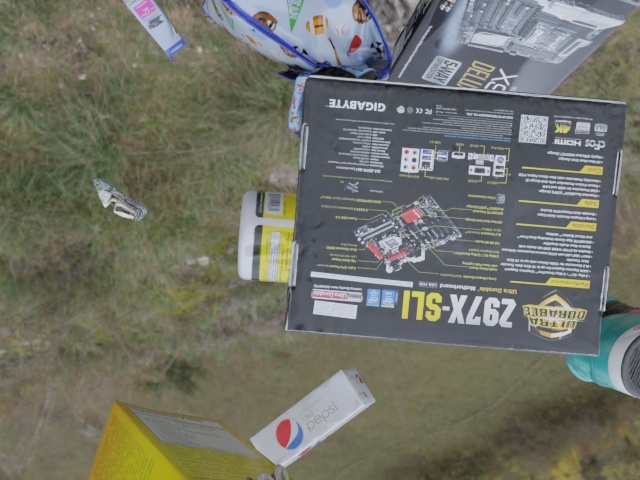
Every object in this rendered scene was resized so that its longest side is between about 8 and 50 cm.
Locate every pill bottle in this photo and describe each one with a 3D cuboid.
[{"bbox_3d":[0.000,0.000,1.509,0.334,0.188,0.188,5,144,-4],"label":"pill bottle"}]

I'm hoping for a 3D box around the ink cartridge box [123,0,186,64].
[{"bbox_3d":[-0.405,-0.541,1.650,0.065,0.186,0.311,-35,168,-1],"label":"ink cartridge box"}]

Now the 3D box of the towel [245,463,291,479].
[{"bbox_3d":[-0.055,0.342,0.617,0.049,0.187,0.282,3,127,-11],"label":"towel"}]

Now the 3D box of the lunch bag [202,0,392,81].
[{"bbox_3d":[-0.043,-0.473,1.587,0.385,0.328,0.239,32,95,-22],"label":"lunch bag"}]

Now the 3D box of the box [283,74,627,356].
[{"bbox_3d":[0.132,-0.025,0.744,0.322,0.257,0.079,4,-174,-1],"label":"box"}]

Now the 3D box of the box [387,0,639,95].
[{"bbox_3d":[0.262,-0.307,1.045,0.242,0.076,0.307,16,157,-9],"label":"box"}]

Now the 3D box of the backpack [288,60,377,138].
[{"bbox_3d":[0.034,-0.278,1.433,0.173,0.117,0.158,-41,152,-43],"label":"backpack"}]

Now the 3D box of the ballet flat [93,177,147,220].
[{"bbox_3d":[-0.369,-0.071,1.309,0.114,0.041,0.041,33,135,-1],"label":"ballet flat"}]

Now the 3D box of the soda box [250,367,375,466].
[{"bbox_3d":[-0.014,0.314,1.265,0.216,0.074,0.069,-39,161,14],"label":"soda box"}]

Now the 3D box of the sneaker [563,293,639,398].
[{"bbox_3d":[0.424,0.128,0.922,0.295,0.124,0.178,0,-173,-26],"label":"sneaker"}]

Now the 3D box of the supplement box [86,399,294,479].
[{"bbox_3d":[-0.172,0.374,0.974,0.194,0.195,0.356,21,176,-31],"label":"supplement box"}]
